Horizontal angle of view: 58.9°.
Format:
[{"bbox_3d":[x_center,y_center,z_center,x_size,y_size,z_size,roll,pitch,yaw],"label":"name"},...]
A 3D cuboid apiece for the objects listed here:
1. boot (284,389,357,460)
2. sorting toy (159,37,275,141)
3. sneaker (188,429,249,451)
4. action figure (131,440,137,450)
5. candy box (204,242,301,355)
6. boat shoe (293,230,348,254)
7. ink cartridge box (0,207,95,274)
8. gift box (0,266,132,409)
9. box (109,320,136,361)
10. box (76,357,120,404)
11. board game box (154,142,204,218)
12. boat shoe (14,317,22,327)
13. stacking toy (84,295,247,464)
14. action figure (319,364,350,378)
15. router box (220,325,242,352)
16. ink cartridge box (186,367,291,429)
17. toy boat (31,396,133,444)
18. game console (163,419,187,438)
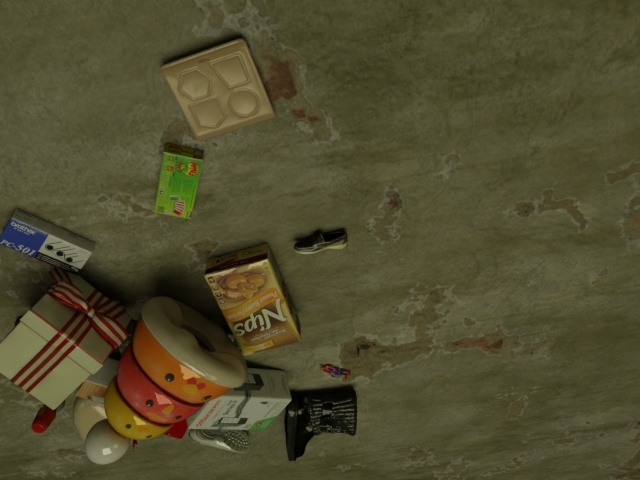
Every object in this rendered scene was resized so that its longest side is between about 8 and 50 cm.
[{"bbox_3d":[0.002,0.683,2.074,0.260,0.131,0.348,0,130,-7],"label":"boot"},{"bbox_3d":[-0.221,-0.328,1.249,0.192,0.038,0.208,-17,135,7],"label":"sorting toy"},{"bbox_3d":[-0.373,0.735,2.113,0.235,0.090,0.095,30,134,-24],"label":"sneaker"},{"bbox_3d":[-0.604,0.603,1.929,0.091,0.139,0.280,-4,133,-2],"label":"action figure"},{"bbox_3d":[-0.186,0.174,1.621,0.182,0.088,0.317,-15,122,6],"label":"candy box"},{"bbox_3d":[0.000,0.000,1.546,0.152,0.056,0.049,-10,127,-11],"label":"boat shoe"},{"bbox_3d":[-0.703,0.006,1.461,0.207,0.046,0.097,29,120,-28],"label":"ink cartridge box"},{"bbox_3d":[-0.683,0.236,1.519,0.258,0.276,0.255,-41,111,19],"label":"gift box"},{"bbox_3d":[-0.648,0.346,1.751,0.183,0.056,0.231,-2,131,-5],"label":"box"},{"bbox_3d":[-0.623,0.430,1.704,0.170,0.091,0.130,24,135,-17],"label":"box"},{"bbox_3d":[-0.346,-0.142,1.382,0.092,0.043,0.181,9,129,-16],"label":"board game box"},{"bbox_3d":[-0.852,0.303,1.700,0.065,0.075,0.206,27,143,26],"label":"boat shoe"},{"bbox_3d":[-0.465,0.428,1.564,0.350,0.350,0.480,38,93,-32],"label":"stacking toy"},{"bbox_3d":[0.048,0.451,1.951,0.115,0.030,0.038,22,129,-21],"label":"action figure"},{"bbox_3d":[-0.262,0.309,1.781,0.122,0.038,0.092,-1,131,-7],"label":"router box"},{"bbox_3d":[-0.277,0.525,1.875,0.289,0.122,0.211,13,129,-33],"label":"ink cartridge box"},{"bbox_3d":[-0.756,0.557,1.834,0.318,0.148,0.268,3,117,1],"label":"toy boat"},{"bbox_3d":[-0.510,0.580,1.918,0.144,0.124,0.085,31,111,-30],"label":"game console"}]
